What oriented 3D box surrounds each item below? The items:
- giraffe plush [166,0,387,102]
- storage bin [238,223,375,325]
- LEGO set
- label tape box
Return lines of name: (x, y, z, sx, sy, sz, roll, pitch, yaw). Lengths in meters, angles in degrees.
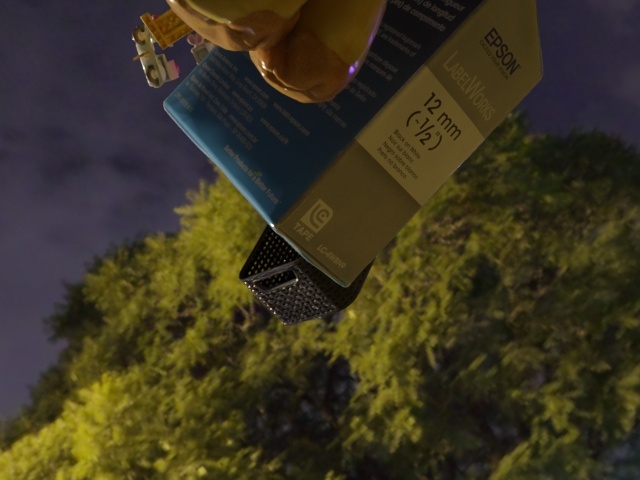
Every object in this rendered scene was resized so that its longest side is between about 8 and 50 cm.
giraffe plush: (0.049, -0.157, 0.344, 0.181, 0.171, 0.210, 32, -101, -51)
storage bin: (0.000, 0.000, 1.060, 0.084, 0.122, 0.180, 48, -133, -22)
LEGO set: (-0.091, -0.264, 1.088, 0.107, 0.287, 0.132, -55, -41, -50)
label tape box: (0.053, -0.168, 0.782, 0.347, 0.249, 0.115, -46, -48, 2)
